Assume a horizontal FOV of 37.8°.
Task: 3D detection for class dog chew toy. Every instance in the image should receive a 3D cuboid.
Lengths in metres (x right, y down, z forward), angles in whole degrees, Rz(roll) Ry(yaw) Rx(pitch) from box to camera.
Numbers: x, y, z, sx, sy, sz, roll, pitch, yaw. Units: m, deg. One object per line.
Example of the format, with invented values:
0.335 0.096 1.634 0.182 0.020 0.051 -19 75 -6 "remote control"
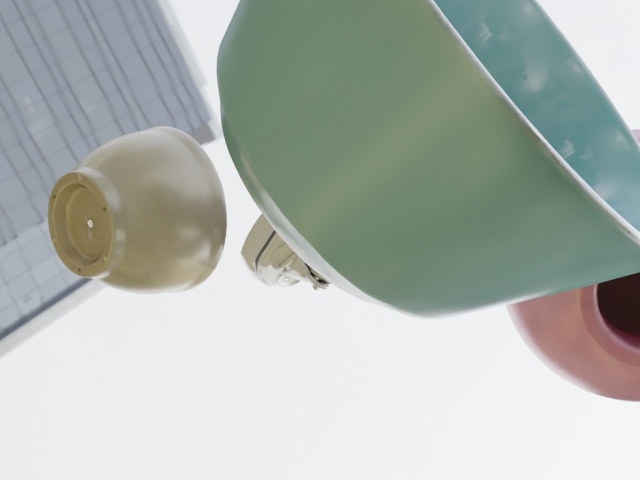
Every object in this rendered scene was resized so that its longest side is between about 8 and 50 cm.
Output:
0.251 0.003 0.789 0.206 0.332 0.207 1 -79 7 "dog chew toy"

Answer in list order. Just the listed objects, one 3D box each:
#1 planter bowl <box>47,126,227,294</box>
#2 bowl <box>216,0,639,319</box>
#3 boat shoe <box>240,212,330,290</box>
-0.181 -0.021 0.867 0.162 0.109 0.162 9 -76 38 "planter bowl"
0.057 -0.077 0.566 0.163 0.311 0.312 -37 -90 26 "bowl"
0.000 0.000 0.849 0.088 0.096 0.267 57 -28 12 "boat shoe"
